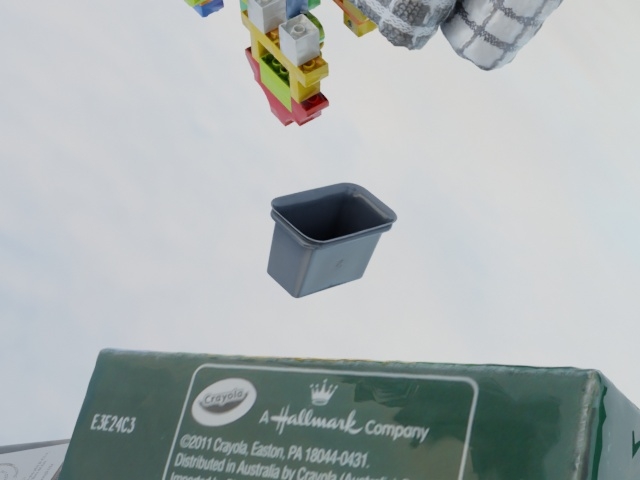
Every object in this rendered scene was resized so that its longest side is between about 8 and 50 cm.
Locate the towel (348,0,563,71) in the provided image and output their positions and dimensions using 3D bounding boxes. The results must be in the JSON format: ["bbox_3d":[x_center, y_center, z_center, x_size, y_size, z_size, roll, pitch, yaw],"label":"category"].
[{"bbox_3d":[0.080,-0.261,0.545,0.121,0.235,0.283,11,-136,-24],"label":"towel"}]

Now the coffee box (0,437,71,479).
[{"bbox_3d":[-0.203,0.265,0.907,0.119,0.297,0.168,-57,-46,-59],"label":"coffee box"}]

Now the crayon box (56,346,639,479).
[{"bbox_3d":[0.072,0.138,0.458,0.323,0.203,0.083,39,-122,-47],"label":"crayon box"}]

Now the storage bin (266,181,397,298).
[{"bbox_3d":[0.000,0.000,1.167,0.135,0.091,0.098,-15,-136,-42],"label":"storage bin"}]

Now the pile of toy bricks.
[{"bbox_3d":[-0.033,-0.157,0.654,0.212,0.118,0.105,49,158,29],"label":"pile of toy bricks"}]
